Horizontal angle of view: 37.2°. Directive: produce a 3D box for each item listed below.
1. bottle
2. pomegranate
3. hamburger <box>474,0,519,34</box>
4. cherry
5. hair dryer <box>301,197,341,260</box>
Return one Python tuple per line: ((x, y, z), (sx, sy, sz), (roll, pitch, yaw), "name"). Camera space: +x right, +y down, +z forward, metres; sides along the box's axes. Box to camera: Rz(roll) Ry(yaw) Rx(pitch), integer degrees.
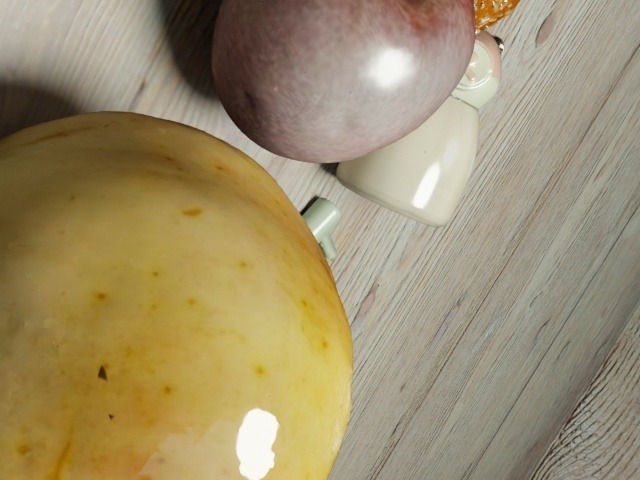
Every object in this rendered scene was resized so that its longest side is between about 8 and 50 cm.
((0.128, -0.147, 1.104), (0.147, 0.147, 0.237), (13, 104, -57), "bottle")
((-0.178, 0.108, 0.717), (0.411, 0.411, 0.412), (-35, 143, -31), "pomegranate")
((0.143, -0.313, 0.961), (0.236, 0.147, 0.237), (-27, 135, -30), "hamburger")
((0.015, -0.162, 0.844), (0.239, 0.206, 0.239), (-43, 160, -19), "cherry")
((0.000, 0.000, 1.175), (0.063, 0.038, 0.124), (-46, 155, -12), "hair dryer")
